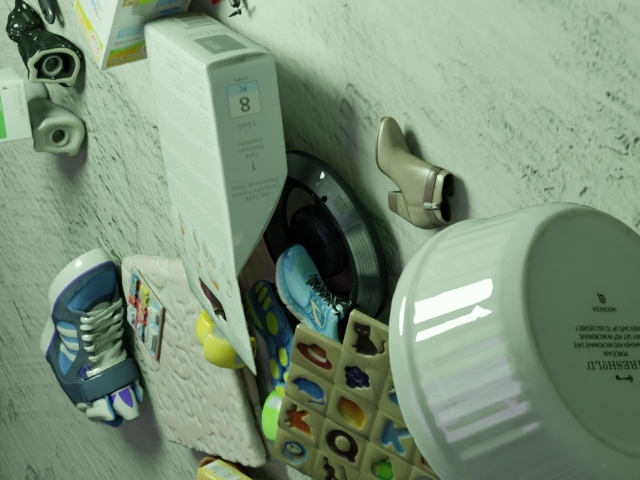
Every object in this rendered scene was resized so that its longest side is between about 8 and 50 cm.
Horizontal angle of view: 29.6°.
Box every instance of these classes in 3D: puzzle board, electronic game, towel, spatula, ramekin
[{"bbox_3d":[-0.276,0.115,1.889,0.096,0.011,0.128,51,146,32],"label":"puzzle board"},{"bbox_3d":[0.000,0.000,1.447,0.229,0.048,0.229,38,143,36],"label":"electronic game"},{"bbox_3d":[-0.190,0.174,1.844,0.331,0.053,0.317,0,107,58],"label":"towel"},{"bbox_3d":[-0.488,-0.480,1.983,0.297,0.030,0.084,63,146,13],"label":"spatula"},{"bbox_3d":[0.196,0.092,0.993,0.127,0.272,0.273,-31,79,46],"label":"ramekin"}]

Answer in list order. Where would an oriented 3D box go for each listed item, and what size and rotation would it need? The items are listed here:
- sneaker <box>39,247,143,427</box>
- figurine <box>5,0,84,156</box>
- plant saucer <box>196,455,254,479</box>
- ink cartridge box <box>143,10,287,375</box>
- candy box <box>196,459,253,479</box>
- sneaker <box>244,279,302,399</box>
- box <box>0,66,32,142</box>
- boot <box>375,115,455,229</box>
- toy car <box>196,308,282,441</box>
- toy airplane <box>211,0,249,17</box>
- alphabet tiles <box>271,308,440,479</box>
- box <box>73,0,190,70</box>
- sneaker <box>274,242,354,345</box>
[{"bbox_3d":[-0.363,0.186,2.074,0.236,0.130,0.323,48,139,17],"label":"sneaker"},{"bbox_3d":[-0.470,-0.272,2.029,0.209,0.092,0.215,50,145,45],"label":"figurine"},{"bbox_3d":[-0.129,0.427,1.898,0.200,0.037,0.200,33,131,47],"label":"plant saucer"},{"bbox_3d":[-0.118,-0.070,1.501,0.308,0.091,0.385,-139,38,-62],"label":"ink cartridge box"},{"bbox_3d":[-0.105,0.413,1.777,0.186,0.053,0.109,23,114,31],"label":"candy box"},{"bbox_3d":[-0.029,0.126,1.470,0.067,0.078,0.188,-49,51,33],"label":"sneaker"},{"bbox_3d":[-0.521,-0.217,1.956,0.102,0.087,0.101,-141,44,-59],"label":"box"},{"bbox_3d":[0.102,-0.070,1.262,0.087,0.042,0.119,10,116,49],"label":"boot"},{"bbox_3d":[-0.064,0.196,1.618,0.239,0.053,0.225,-2,114,42],"label":"toy car"},{"bbox_3d":[-0.124,-0.346,1.478,0.151,0.028,0.151,36,136,45],"label":"toy airplane"},{"bbox_3d":[0.081,0.236,1.367,0.285,0.011,0.343,26,133,17],"label":"alphabet tiles"},{"bbox_3d":[-0.242,-0.325,1.577,0.103,0.114,0.203,64,154,15],"label":"box"},{"bbox_3d":[0.008,0.073,1.405,0.073,0.063,0.162,-22,100,41],"label":"sneaker"}]
